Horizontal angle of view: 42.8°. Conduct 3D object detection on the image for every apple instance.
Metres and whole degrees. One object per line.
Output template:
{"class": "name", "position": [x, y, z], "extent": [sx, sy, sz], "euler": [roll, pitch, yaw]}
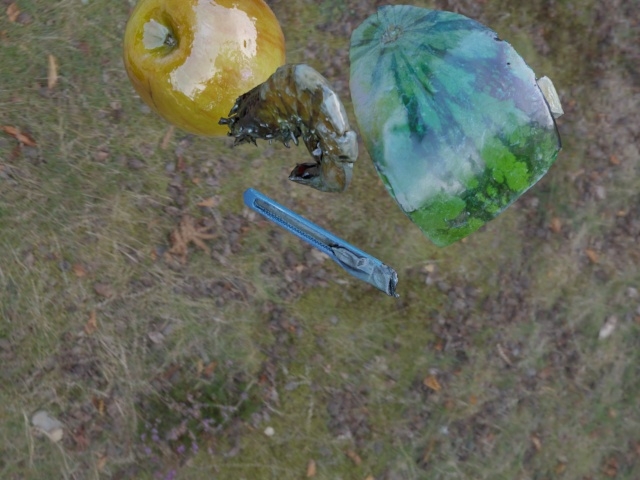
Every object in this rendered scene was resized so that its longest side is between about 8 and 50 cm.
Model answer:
{"class": "apple", "position": [-0.202, -0.318, 1.397], "extent": [0.233, 0.286, 0.285], "euler": [15, 92, -55]}

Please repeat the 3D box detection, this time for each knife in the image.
{"class": "knife", "position": [-0.001, 0.001, 1.256], "extent": [0.026, 0.297, 0.044], "euler": [-39, 154, -51]}

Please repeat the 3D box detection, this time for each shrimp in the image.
{"class": "shrimp", "position": [-0.025, -0.068, 0.552], "extent": [0.034, 0.161, 0.091], "euler": [-31, 104, -24]}

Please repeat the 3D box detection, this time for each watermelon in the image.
{"class": "watermelon", "position": [0.124, -0.125, 0.753], "extent": [0.231, 0.146, 0.128], "euler": [61, 37, -9]}

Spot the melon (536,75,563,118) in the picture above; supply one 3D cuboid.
{"class": "melon", "position": [0.213, -0.147, 1.049], "extent": [0.098, 0.182, 0.054], "euler": [-16, 82, -36]}
